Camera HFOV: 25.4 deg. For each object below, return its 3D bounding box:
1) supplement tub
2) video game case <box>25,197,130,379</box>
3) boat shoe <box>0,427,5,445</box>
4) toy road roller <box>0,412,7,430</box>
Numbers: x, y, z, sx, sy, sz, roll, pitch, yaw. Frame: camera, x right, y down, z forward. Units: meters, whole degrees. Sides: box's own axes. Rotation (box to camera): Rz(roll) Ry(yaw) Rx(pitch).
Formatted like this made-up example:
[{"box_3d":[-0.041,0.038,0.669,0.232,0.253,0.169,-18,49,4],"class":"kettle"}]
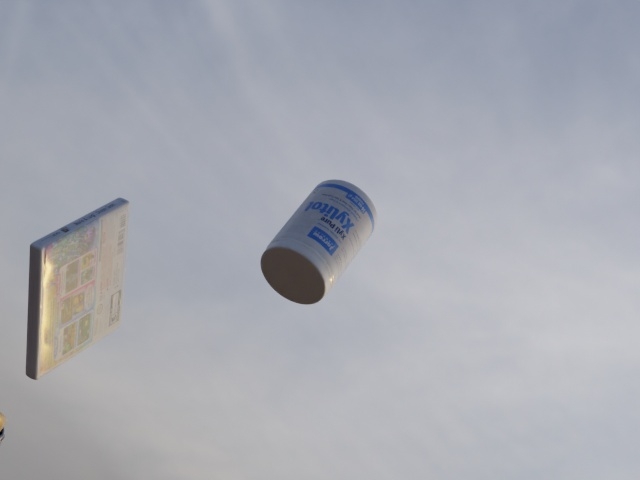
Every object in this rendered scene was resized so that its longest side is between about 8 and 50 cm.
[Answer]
[{"box_3d":[0.000,0.000,1.299,0.071,0.107,0.071,19,-44,19],"class":"supplement tub"},{"box_3d":[-0.251,0.049,1.472,0.019,0.143,0.157,22,-59,24],"class":"video game case"},{"box_3d":[-0.357,0.193,1.505,0.049,0.042,0.133,16,15,-19],"class":"boat shoe"},{"box_3d":[-0.333,0.094,0.765,0.240,0.202,0.329,45,-15,-18],"class":"toy road roller"}]
